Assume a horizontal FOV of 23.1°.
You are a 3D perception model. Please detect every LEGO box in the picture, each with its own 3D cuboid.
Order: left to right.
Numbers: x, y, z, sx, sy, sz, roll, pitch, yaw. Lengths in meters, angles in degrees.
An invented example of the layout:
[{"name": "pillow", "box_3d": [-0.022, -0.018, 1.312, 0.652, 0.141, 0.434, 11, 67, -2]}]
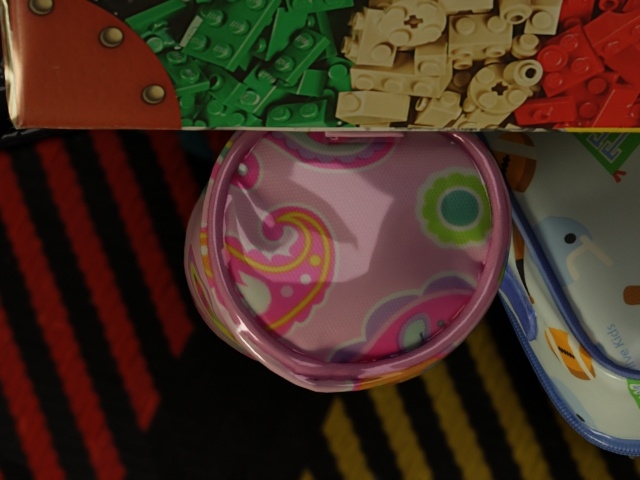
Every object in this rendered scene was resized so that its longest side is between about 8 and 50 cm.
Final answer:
[{"name": "LEGO box", "box_3d": [0.063, -0.262, 0.682, 0.372, 0.193, 0.500, 0, 38, -5]}]

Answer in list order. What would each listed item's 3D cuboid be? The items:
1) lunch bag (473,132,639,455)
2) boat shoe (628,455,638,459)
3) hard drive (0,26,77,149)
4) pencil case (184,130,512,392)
[{"name": "lunch bag", "box_3d": [0.169, -0.057, 0.782, 0.243, 0.115, 0.303, -22, 59, -3]}, {"name": "boat shoe", "box_3d": [0.257, 0.066, 0.814, 0.219, 0.078, 0.070, -12, 76, 0]}, {"name": "hard drive", "box_3d": [-0.098, -0.162, 0.845, 0.254, 0.054, 0.172, -21, 78, -10]}, {"name": "pencil case", "box_3d": [0.000, 0.000, 0.696, 0.124, 0.284, 0.124, 0, 89, -5]}]
